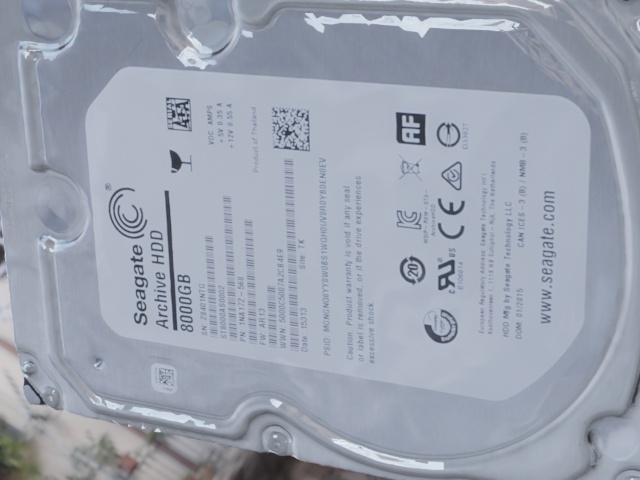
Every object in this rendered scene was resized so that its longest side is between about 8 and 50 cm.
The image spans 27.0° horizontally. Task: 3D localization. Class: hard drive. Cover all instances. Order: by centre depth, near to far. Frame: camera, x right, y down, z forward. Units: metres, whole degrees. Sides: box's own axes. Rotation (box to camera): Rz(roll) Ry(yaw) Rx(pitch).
[{"bbox_3d":[-0.001,-0.012,0.614,0.064,0.339,0.237,-31,-55,-57],"label":"hard drive"}]
